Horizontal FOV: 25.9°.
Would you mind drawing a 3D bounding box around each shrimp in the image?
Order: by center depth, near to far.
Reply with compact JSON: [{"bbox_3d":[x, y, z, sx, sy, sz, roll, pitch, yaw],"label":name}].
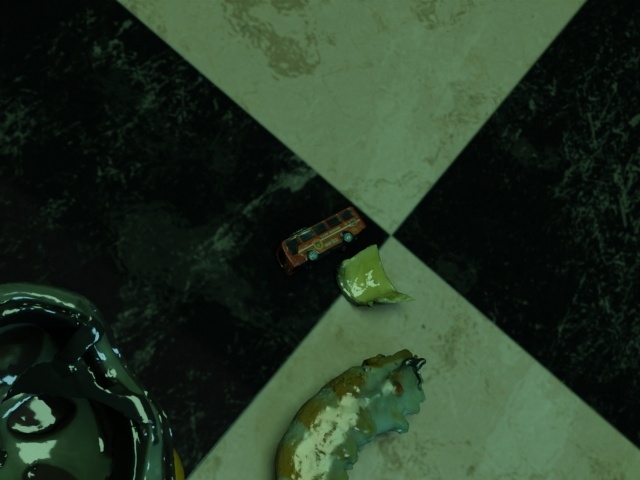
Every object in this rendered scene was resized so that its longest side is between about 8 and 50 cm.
[{"bbox_3d":[0.043,0.263,1.478,0.185,0.068,0.287,-5,72,-19],"label":"shrimp"}]

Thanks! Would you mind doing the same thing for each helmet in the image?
[{"bbox_3d":[-0.271,0.188,1.223,0.225,0.177,0.305,-25,100,-38],"label":"helmet"}]

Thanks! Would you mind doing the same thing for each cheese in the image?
[{"bbox_3d":[0.062,0.053,1.587,0.060,0.041,0.084,-28,64,-34],"label":"cheese"}]

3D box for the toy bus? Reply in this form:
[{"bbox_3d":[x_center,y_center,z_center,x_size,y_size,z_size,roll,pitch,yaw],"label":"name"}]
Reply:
[{"bbox_3d":[0.000,0.000,1.593,0.110,0.031,0.043,-27,77,-28],"label":"toy bus"}]

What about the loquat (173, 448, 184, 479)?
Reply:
[{"bbox_3d":[-0.200,0.241,1.362,0.141,0.141,0.141,7,66,-17],"label":"loquat"}]
